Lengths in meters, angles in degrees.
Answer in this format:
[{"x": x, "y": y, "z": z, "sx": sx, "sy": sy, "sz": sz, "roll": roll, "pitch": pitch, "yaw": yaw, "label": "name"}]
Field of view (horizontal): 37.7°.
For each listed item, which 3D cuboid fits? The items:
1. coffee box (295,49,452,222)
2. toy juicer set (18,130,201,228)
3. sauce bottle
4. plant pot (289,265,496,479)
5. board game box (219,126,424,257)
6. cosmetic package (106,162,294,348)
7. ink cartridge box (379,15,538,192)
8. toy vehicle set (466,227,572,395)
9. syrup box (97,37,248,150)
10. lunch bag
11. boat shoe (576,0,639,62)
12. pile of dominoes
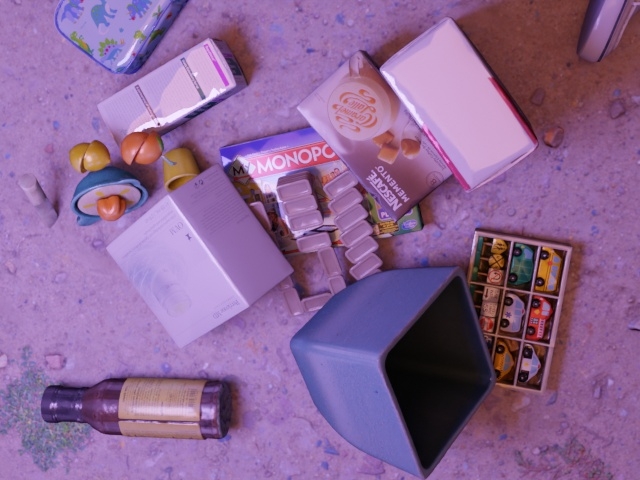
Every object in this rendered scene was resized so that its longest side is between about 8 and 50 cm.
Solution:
[{"x": 0.096, "y": -0.170, "z": 1.522, "sx": 0.141, "sy": 0.098, "sz": 0.246, "roll": -40, "pitch": 92, "yaw": 13, "label": "coffee box"}, {"x": -0.382, "y": -0.086, "z": 1.603, "sx": 0.328, "sy": 0.209, "sz": 0.090, "roll": -21, "pitch": 69, "yaw": 12, "label": "toy juicer set"}, {"x": -0.339, "y": 0.304, "z": 1.719, "sx": 0.344, "sy": 0.111, "sz": 0.112, "roll": 2, "pitch": 101, "yaw": 8, "label": "sauce bottle"}, {"x": 0.100, "y": 0.194, "z": 1.542, "sx": 0.252, "sy": 0.247, "sz": 0.248, "roll": 6, "pitch": 127, "yaw": 42, "label": "plant pot"}, {"x": 0.002, "y": -0.092, "z": 1.626, "sx": 0.317, "sy": 0.046, "sz": 0.214, "roll": -12, "pitch": 99, "yaw": 11, "label": "board game box"}, {"x": -0.207, "y": 0.032, "z": 1.589, "sx": 0.224, "sy": 0.138, "sz": 0.225, "roll": -33, "pitch": 95, "yaw": 44, "label": "cosmetic package"}, {"x": 0.217, "y": -0.214, "z": 1.435, "sx": 0.131, "sy": 0.306, "sz": 0.226, "roll": -36, "pitch": 93, "yaw": 14, "label": "ink cartridge box"}, {"x": 0.326, "y": 0.123, "z": 1.618, "sx": 0.165, "sy": 0.035, "sz": 0.267, "roll": 9, "pitch": 101, "yaw": 8, "label": "toy vehicle set"}, {"x": -0.252, "y": -0.250, "z": 1.612, "sx": 0.236, "sy": 0.093, "sz": 0.096, "roll": -27, "pitch": 95, "yaw": 12, "label": "syrup box"}, {"x": -0.338, "y": -0.410, "z": 1.598, "sx": 0.176, "sy": 0.090, "sz": 0.219, "roll": 37, "pitch": 104, "yaw": 0, "label": "lunch bag"}, {"x": 0.533, "y": -0.430, "z": 1.445, "sx": 0.156, "sy": 0.136, "sz": 0.367, "roll": 24, "pitch": 93, "yaw": 1, "label": "boat shoe"}, {"x": 0.000, "y": 0.000, "z": 1.609, "sx": 0.195, "sy": 0.040, "sz": 0.251, "roll": -14, "pitch": 117, "yaw": 11, "label": "pile of dominoes"}]
